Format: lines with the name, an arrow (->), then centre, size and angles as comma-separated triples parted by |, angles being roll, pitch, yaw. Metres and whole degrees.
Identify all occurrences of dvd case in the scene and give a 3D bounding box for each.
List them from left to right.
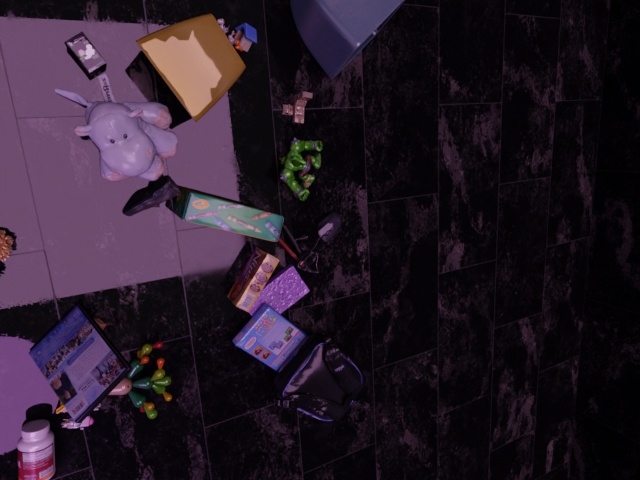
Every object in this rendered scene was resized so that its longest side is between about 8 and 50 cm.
dvd case -> -0.624, 0.312, 1.126 | 0.180, 0.253, 0.022 | -47, 158, -8

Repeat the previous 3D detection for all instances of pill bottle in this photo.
pill bottle -> -0.768, 0.570, 1.175 | 0.086, 0.086, 0.152 | -1, 100, -27

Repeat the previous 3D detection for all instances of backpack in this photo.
backpack -> 0.000, 0.475, 1.487 | 0.263, 0.213, 0.276 | 43, 86, -19

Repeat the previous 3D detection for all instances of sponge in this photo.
sponge -> -0.147, 0.185, 1.449 | 0.210, 0.031, 0.117 | -37, 115, -16

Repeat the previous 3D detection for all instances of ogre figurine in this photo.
ogre figurine -> -0.062, -0.239, 1.370 | 0.118, 0.097, 0.197 | 24, 100, -41

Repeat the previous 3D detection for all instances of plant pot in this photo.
plant pot -> -0.314, -0.451, 1.107 | 0.187, 0.212, 0.212 | -37, 115, -3
plant pot -> 0.057, -0.682, 1.264 | 0.252, 0.248, 0.247 | 44, 79, -11

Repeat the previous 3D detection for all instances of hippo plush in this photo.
hippo plush -> -0.467, -0.277, 1.069 | 0.234, 0.236, 0.294 | -28, 112, -20

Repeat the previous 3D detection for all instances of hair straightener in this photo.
hair straightener -> -0.065, 0.024, 1.448 | 0.089, 0.047, 0.230 | -46, 117, -12

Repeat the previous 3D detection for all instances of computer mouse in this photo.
computer mouse -> 0.000, 0.000, 1.455 | 0.071, 0.041, 0.242 | 47, 66, -34

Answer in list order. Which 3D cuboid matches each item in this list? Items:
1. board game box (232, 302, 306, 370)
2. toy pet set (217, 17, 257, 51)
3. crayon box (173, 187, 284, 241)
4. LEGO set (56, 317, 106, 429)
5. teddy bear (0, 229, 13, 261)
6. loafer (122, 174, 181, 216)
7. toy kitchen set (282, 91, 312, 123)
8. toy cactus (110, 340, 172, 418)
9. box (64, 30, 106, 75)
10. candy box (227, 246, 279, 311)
board game box -> -0.164, 0.323, 1.439 | 0.160, 0.039, 0.211 | -49, 130, -7
toy pet set -> -0.229, -0.575, 1.200 | 0.114, 0.122, 0.065 | 5, 126, -54
crayon box -> -0.266, -0.075, 1.256 | 0.278, 0.165, 0.081 | 14, 94, -29
LEGO set -> -0.632, 0.365, 1.197 | 0.107, 0.132, 0.287 | 27, 58, -47
teddy bear -> -0.899, 0.008, 0.978 | 0.338, 0.113, 0.245 | 45, 77, -27
loafer -> -0.462, -0.109, 1.189 | 0.170, 0.062, 0.061 | -27, 137, 11
toy kitchen set -> -0.073, -0.410, 1.338 | 0.068, 0.075, 0.083 | 0, 96, -26
toy cactus -> -0.529, 0.408, 1.262 | 0.180, 0.112, 0.219 | -3, 99, -20
box -> -0.579, -0.459, 1.073 | 0.052, 0.062, 0.083 | -40, 116, -13
candy box -> -0.211, 0.119, 1.358 | 0.053, 0.109, 0.186 | 32, 86, -28
